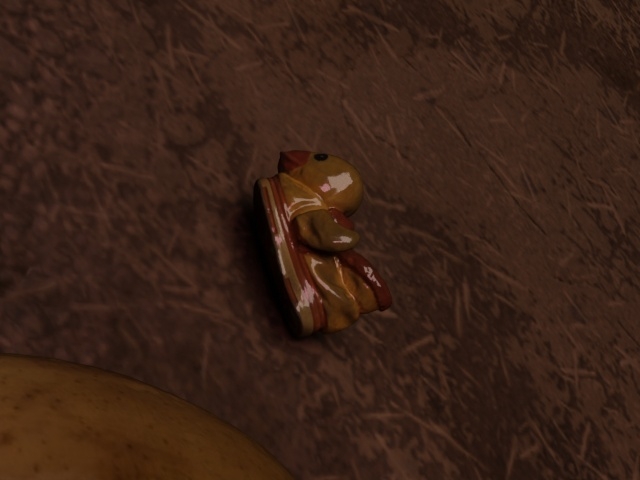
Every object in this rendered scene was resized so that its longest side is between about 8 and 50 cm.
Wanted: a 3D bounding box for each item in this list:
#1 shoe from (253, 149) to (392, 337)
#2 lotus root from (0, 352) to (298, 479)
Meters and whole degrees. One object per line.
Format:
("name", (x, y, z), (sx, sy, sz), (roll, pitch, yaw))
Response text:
("shoe", (0.000, 0.003, 0.917), (0.069, 0.072, 0.109), (-8, 53, -11))
("lotus root", (-0.077, 0.146, 0.579), (0.310, 0.182, 0.183), (24, 42, -40))
